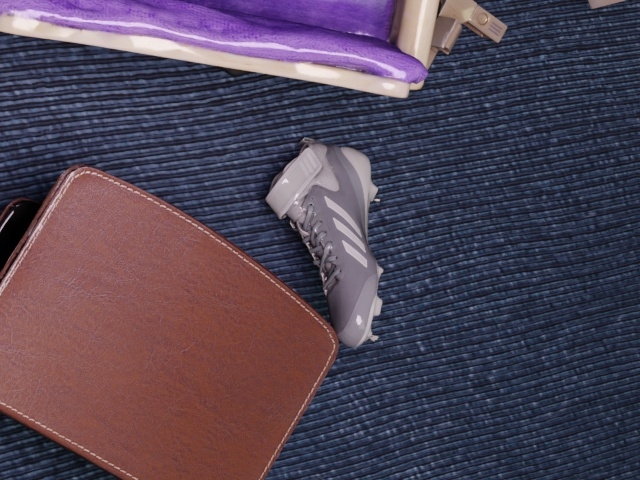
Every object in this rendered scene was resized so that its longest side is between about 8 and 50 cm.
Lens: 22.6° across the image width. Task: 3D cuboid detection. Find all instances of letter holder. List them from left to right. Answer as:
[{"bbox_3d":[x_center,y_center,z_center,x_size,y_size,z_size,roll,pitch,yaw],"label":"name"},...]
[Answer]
[{"bbox_3d":[-0.164,0.077,1.361,0.302,0.152,0.214,35,83,-30],"label":"letter holder"}]

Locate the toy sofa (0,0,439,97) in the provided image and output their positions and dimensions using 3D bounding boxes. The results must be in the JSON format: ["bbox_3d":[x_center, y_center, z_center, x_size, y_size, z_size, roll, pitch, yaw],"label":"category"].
[{"bbox_3d":[-0.083,-0.221,1.259,0.362,0.177,0.150,8,102,-10],"label":"toy sofa"}]

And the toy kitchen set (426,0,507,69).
[{"bbox_3d":[0.131,-0.183,1.499,0.075,0.068,0.083,30,87,-30],"label":"toy kitchen set"}]

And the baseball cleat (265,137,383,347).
[{"bbox_3d":[0.000,0.000,1.435,0.109,0.072,0.206,15,50,-21],"label":"baseball cleat"}]

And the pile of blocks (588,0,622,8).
[{"bbox_3d":[0.142,-0.301,1.442,0.362,0.112,0.149,36,63,-31],"label":"pile of blocks"}]

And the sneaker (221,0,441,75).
[{"bbox_3d":[0.019,-0.190,1.434,0.234,0.078,0.106,-33,112,-20],"label":"sneaker"}]
